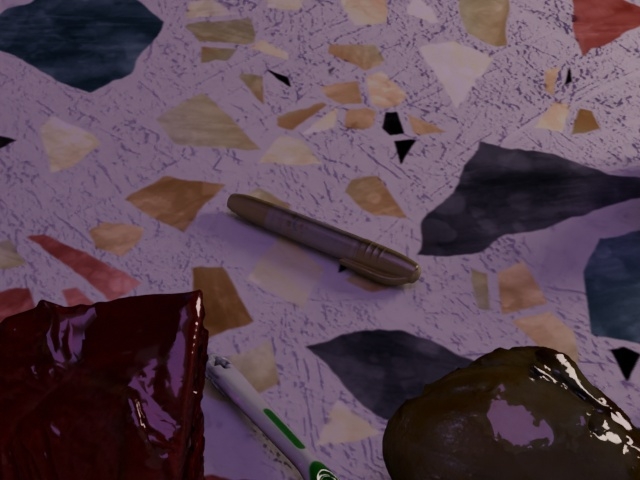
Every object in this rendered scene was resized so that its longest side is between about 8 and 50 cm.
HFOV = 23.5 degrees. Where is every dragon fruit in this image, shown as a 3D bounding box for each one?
[{"bbox_3d":[-0.232,0.214,1.333,0.330,0.240,0.302,-3,67,21],"label":"dragon fruit"}]

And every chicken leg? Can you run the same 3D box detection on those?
[{"bbox_3d":[0.268,0.220,1.388,0.429,0.152,0.201,18,55,2],"label":"chicken leg"}]

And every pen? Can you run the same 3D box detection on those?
[{"bbox_3d":[0.000,0.000,1.664,0.233,0.032,0.040,21,68,18],"label":"pen"}]

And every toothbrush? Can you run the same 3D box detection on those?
[{"bbox_3d":[0.005,0.236,1.405,0.042,0.040,0.418,-2,34,-42],"label":"toothbrush"}]
